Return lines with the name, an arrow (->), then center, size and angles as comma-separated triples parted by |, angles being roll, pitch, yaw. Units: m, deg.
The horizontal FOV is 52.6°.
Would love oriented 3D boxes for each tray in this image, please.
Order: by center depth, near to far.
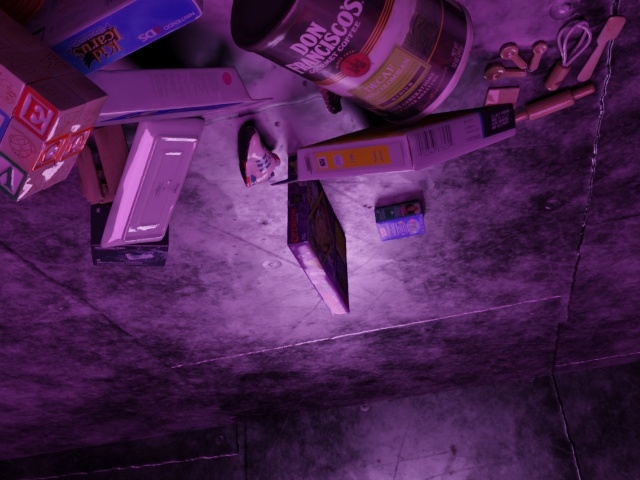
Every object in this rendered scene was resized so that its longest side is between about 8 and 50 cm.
tray -> -0.298, -0.098, 1.177 | 0.145, 0.030, 0.270 | -10, 132, -53

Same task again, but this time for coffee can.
coffee can -> 0.045, -0.303, 0.896 | 0.275, 0.201, 0.201 | 18, 142, -35

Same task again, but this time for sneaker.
sneaker -> 0.026, -0.265, 1.114 | 0.057, 0.047, 0.119 | -22, 148, 5
sneaker -> -0.115, -0.167, 1.250 | 0.075, 0.057, 0.161 | -16, 151, -16

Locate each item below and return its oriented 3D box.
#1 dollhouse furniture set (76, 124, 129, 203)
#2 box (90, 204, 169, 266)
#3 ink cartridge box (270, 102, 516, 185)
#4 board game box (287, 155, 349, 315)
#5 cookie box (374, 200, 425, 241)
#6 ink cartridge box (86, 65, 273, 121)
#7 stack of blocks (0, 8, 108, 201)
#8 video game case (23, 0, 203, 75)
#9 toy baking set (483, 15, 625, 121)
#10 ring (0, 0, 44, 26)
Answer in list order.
dollhouse furniture set -> -0.397, -0.145, 1.253 | 0.144, 0.123, 0.151 | -13, -177, 13
box -> -0.407, -0.007, 1.382 | 0.156, 0.093, 0.158 | 1, 161, -17
ink cartridge box -> 0.117, -0.164, 1.084 | 0.307, 0.072, 0.304 | 3, -160, 44
board game box -> 0.000, 0.000, 1.387 | 0.056, 0.208, 0.346 | -12, 148, 10
cookie box -> 0.185, -0.044, 1.503 | 0.107, 0.040, 0.091 | -11, 149, 8
ink cartridge box -> -0.251, -0.213, 0.970 | 0.176, 0.069, 0.371 | -4, -171, 34
stack of blocks -> -0.403, -0.177, 0.704 | 0.297, 0.087, 0.171 | 39, 119, -1
video game case -> -0.262, -0.314, 0.784 | 0.270, 0.244, 0.061 | -18, 146, 21
toy baking set -> 0.407, -0.292, 1.139 | 0.256, 0.030, 0.197 | -17, 147, 18
ring -> -0.437, -0.375, 0.690 | 0.337, 0.032, 0.336 | 6, 121, 10
